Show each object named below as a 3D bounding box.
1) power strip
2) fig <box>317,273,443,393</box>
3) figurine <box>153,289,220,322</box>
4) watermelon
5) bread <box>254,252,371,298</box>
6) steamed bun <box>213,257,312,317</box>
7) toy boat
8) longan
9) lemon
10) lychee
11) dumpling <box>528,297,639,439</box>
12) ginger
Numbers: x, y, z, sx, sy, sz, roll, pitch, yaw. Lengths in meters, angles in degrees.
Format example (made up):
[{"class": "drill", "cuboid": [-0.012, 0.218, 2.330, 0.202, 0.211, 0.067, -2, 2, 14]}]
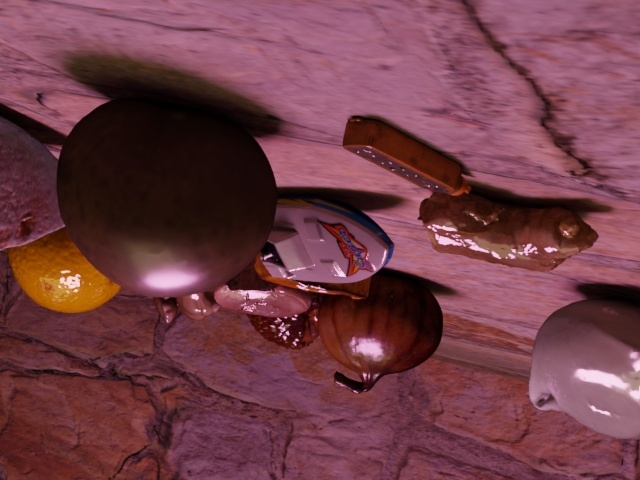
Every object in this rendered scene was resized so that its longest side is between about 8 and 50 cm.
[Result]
[{"class": "power strip", "cuboid": [0.094, -0.080, 1.071, 0.178, 0.028, 0.049, 22, 168, -39]}, {"class": "fig", "cuboid": [0.113, 0.162, 1.966, 0.235, 0.214, 0.235, -17, 165, -5]}, {"class": "figurine", "cuboid": [-0.253, 0.050, 2.037, 0.173, 0.177, 0.247, -18, -151, -21]}, {"class": "watermelon", "cuboid": [-0.527, -0.068, 1.457, 0.228, 0.258, 0.387, 2, 160, 44]}, {"class": "bread", "cuboid": [-0.008, 0.029, 1.673, 0.199, 0.104, 0.199, 12, 175, 1]}, {"class": "steamed bun", "cuboid": [-0.099, 0.051, 1.820, 0.175, 0.144, 0.106, 4, 153, -3]}, {"class": "toy boat", "cuboid": [0.000, 0.000, 1.431, 0.295, 0.088, 0.129, 4, 126, 53]}, {"class": "longan", "cuboid": [-0.167, -0.048, 1.171, 0.246, 0.215, 0.246, -2, 134, -2]}, {"class": "lemon", "cuboid": [-0.479, 0.020, 1.994, 0.228, 0.228, 0.253, 13, 163, 16]}, {"class": "lychee", "cuboid": [-0.063, 0.117, 2.077, 0.188, 0.188, 0.188, 15, 171, 2]}, {"class": "dumpling", "cuboid": [0.450, 0.194, 1.566, 0.270, 0.211, 0.321, 19, -179, -38]}, {"class": "ginger", "cuboid": [0.213, -0.008, 1.185, 0.213, 0.074, 0.137, 4, 167, 26]}]
